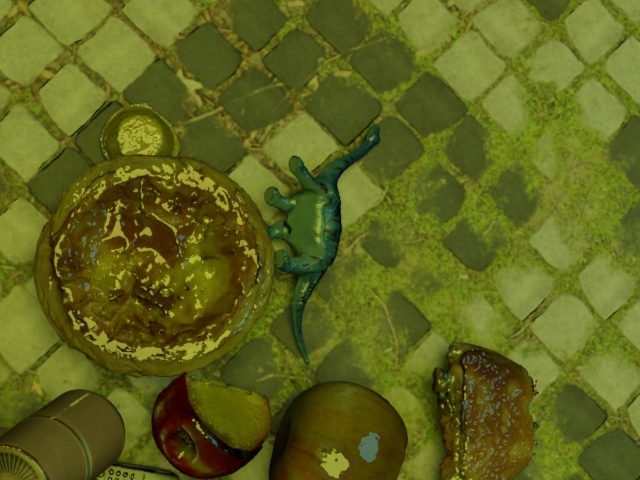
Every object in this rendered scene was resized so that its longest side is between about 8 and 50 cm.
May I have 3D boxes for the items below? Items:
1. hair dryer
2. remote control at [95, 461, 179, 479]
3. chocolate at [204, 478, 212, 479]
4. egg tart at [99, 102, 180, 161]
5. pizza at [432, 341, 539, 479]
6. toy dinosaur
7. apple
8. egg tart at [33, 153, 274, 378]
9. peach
[{"bbox_3d":[-0.414,0.219,1.636,0.344,0.189,0.106,11,110,17],"label":"hair dryer"},{"bbox_3d":[-0.278,0.289,1.712,0.212,0.028,0.059,13,82,-8],"label":"remote control"},{"bbox_3d":[-0.129,0.448,1.541,0.326,0.297,0.314,27,87,10],"label":"chocolate"},{"bbox_3d":[-0.228,-0.125,1.784,0.105,0.039,0.105,1,81,-9],"label":"egg tart"},{"bbox_3d":[0.203,0.242,1.796,0.147,0.069,0.226,2,83,-32],"label":"pizza"},{"bbox_3d":[-0.018,-0.020,1.786,0.144,0.076,0.329,27,74,-38],"label":"toy dinosaur"},{"bbox_3d":[0.024,0.259,1.699,0.155,0.182,0.182,22,77,-11],"label":"apple"},{"bbox_3d":[-0.202,0.031,1.725,0.290,0.115,0.290,2,78,-11],"label":"egg tart"},{"bbox_3d":[-0.134,0.224,1.697,0.092,0.172,0.127,-40,77,22],"label":"peach"}]
